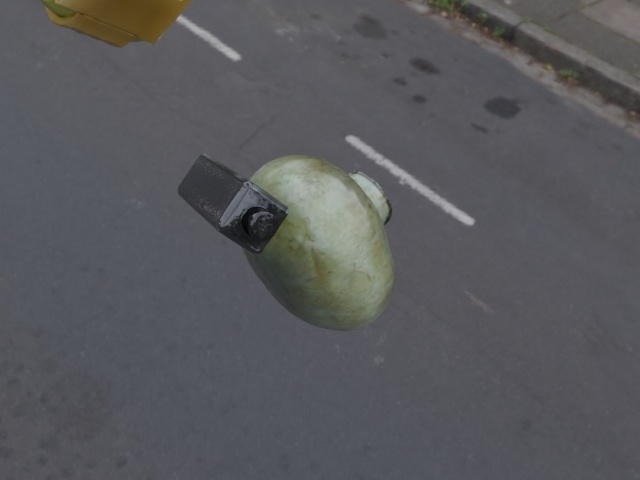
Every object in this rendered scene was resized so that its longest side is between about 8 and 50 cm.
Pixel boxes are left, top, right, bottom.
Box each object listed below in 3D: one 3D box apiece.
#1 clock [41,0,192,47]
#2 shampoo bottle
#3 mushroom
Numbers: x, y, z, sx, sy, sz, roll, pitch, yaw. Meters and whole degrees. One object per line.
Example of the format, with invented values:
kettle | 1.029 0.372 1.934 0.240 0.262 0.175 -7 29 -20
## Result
clock | -0.390 -0.513 1.251 0.244 0.200 0.317 13 51 -58
shampoo bottle | -0.123 -0.052 1.005 0.080 0.079 0.246 34 0 -31
mushroom | 0.000 0.000 1.329 0.260 0.352 0.352 -40 64 -21
